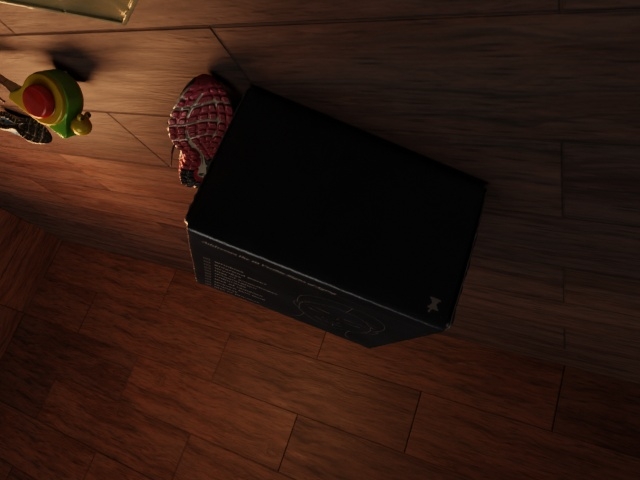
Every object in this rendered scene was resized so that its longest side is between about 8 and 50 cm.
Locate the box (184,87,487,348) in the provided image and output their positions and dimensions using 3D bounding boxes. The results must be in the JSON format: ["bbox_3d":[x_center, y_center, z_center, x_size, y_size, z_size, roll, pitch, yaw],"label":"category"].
[{"bbox_3d":[0.000,0.000,1.128,0.479,0.298,0.472,22,164,-5],"label":"box"}]

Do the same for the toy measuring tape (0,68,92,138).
[{"bbox_3d":[-0.615,-0.343,1.141,0.330,0.121,0.121,38,163,2],"label":"toy measuring tape"}]

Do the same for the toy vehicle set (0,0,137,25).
[{"bbox_3d":[-0.375,-0.359,0.701,0.266,0.035,0.166,-1,175,-32],"label":"toy vehicle set"}]

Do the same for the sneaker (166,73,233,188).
[{"bbox_3d":[-0.243,-0.220,1.061,0.120,0.112,0.299,-1,155,-17],"label":"sneaker"}]

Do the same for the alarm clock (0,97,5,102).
[{"bbox_3d":[-0.873,-0.396,1.299,0.129,0.064,0.192,16,159,15],"label":"alarm clock"}]

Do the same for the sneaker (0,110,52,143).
[{"bbox_3d":[-0.826,-0.317,1.512,0.162,0.063,0.073,24,180,2],"label":"sneaker"}]
